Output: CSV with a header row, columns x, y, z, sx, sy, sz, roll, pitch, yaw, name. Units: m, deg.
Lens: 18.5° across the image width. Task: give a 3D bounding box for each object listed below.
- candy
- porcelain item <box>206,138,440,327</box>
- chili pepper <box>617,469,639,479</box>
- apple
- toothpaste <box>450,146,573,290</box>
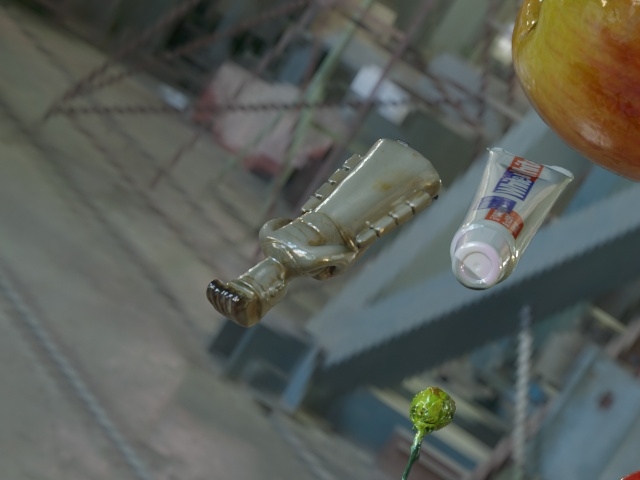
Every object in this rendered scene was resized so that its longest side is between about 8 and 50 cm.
x,y,z,sx,sy,sz,roll,pitch,yaw,name
0.079,0.174,1.608,0.035,0.123,0.035,-5,-42,39,candy
0.000,0.000,1.549,0.084,0.213,0.054,25,-37,40,porcelain item
0.285,0.222,1.549,0.368,0.137,0.092,-9,55,-13,chili pepper
0.297,-0.191,1.714,0.233,0.286,0.286,14,11,-8,apple
0.097,-0.016,1.024,0.052,0.033,0.218,19,18,8,toothpaste
